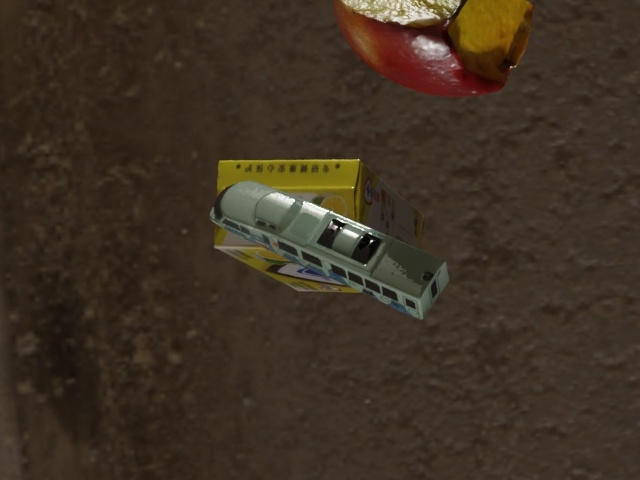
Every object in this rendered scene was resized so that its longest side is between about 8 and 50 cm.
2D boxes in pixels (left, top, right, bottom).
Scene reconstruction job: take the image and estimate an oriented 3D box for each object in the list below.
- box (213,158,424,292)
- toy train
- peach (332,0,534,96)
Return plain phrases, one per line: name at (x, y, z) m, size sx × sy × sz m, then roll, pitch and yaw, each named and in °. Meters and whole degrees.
box at (0.006, -0.011, 1.537) m, size 0.168 × 0.265 × 0.097 m, roll 1°, pitch 78°, yaw 18°
toy train at (0.000, 0.000, 1.079) m, size 0.207 × 0.043 × 0.047 m, roll 23°, pitch 153°, yaw 26°
peach at (0.078, -0.168, 1.010) m, size 0.151 × 0.151 × 0.118 m, roll 48°, pitch 153°, yaw 33°
